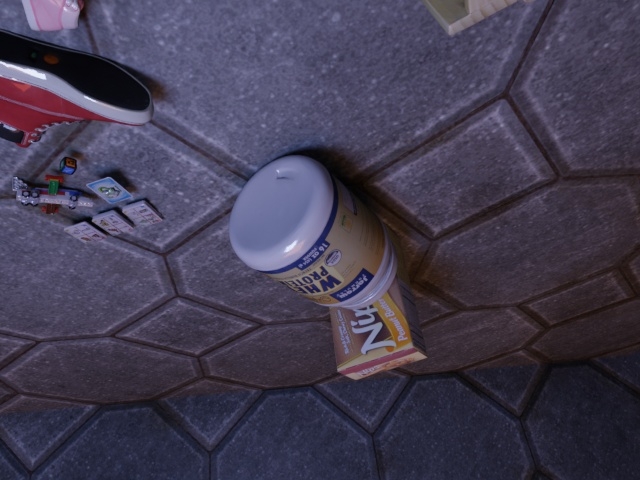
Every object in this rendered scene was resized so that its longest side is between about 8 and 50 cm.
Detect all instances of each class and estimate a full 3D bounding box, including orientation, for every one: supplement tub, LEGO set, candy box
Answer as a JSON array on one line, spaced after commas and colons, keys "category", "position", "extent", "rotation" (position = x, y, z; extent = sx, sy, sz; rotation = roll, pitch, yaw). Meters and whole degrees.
[{"category": "supplement tub", "position": [0.000, 0.000, 0.960], "extent": [0.228, 0.229, 0.316], "rotation": [-26, 142, 25]}, {"category": "LEGO set", "position": [-0.447, -0.082, 0.921], "extent": [0.182, 0.060, 0.244], "rotation": [-17, 155, 6]}, {"category": "candy box", "position": [0.116, 0.137, 1.108], "extent": [0.182, 0.317, 0.087], "rotation": [-25, 142, 24]}]

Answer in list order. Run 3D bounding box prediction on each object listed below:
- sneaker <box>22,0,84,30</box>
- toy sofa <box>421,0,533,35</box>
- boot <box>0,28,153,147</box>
[{"category": "sneaker", "position": [-0.328, -0.315, 0.579], "extent": [0.070, 0.051, 0.134], "rotation": [-1, 149, -13]}, {"category": "toy sofa", "position": [0.144, -0.401, 0.433], "extent": [0.177, 0.150, 0.363], "rotation": [-25, 145, 7]}, {"category": "boot", "position": [-0.383, -0.192, 0.721], "extent": [0.244, 0.089, 0.176], "rotation": [15, 141, -19]}]
